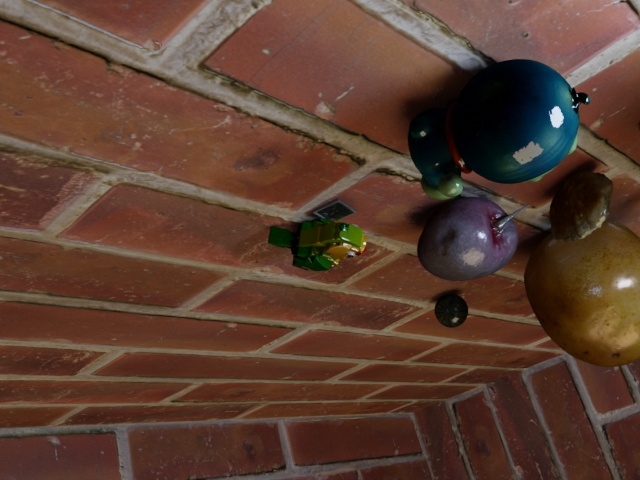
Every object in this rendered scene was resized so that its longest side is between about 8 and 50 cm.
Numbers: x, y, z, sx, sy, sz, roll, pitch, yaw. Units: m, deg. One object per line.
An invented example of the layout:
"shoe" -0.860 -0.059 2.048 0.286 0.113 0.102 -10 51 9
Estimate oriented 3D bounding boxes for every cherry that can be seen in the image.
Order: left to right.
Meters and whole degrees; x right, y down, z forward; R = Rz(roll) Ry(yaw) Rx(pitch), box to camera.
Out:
"cherry" 0.326 -0.001 1.607 0.213 0.183 0.266 9 144 -37

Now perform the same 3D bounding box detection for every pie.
"pie" 0.589 -0.076 1.644 0.079 0.163 0.193 16 140 -17

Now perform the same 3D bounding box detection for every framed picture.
"framed picture" 0.030 -0.060 1.517 0.066 0.007 0.089 -25 155 20

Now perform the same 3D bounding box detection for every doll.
"doll" 0.005 0.004 1.504 0.186 0.106 0.134 -7 150 33
"doll" 0.278 -0.179 1.177 0.322 0.198 0.186 -19 145 33

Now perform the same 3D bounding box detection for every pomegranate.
"pomegranate" 0.758 0.127 1.917 0.416 0.417 0.417 -13 156 -6

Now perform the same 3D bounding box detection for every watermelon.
"watermelon" 0.411 0.218 2.258 0.105 0.105 0.133 -22 176 14

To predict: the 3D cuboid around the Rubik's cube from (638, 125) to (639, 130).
"Rubik's cube" 0.797 -0.210 1.381 0.224 0.221 0.231 -12 156 -7
